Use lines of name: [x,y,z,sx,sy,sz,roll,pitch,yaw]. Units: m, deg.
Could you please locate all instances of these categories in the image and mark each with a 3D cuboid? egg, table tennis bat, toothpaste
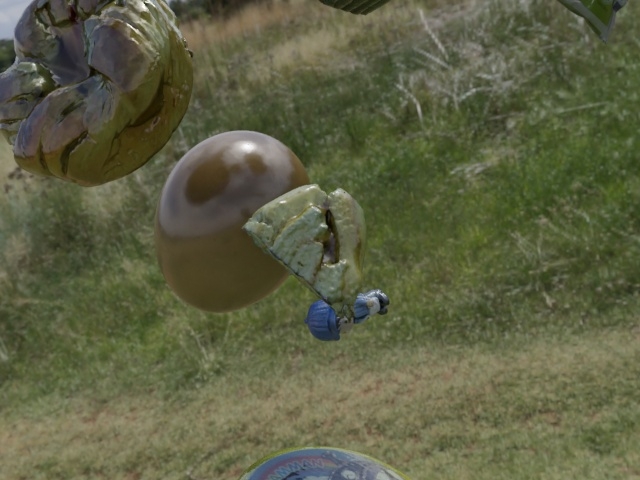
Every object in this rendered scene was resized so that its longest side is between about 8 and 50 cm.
egg: [-0.170,-0.030,1.359,0.301,0.374,0.301,18,18,-6]
table tennis bat: [0.072,0.306,0.673,0.368,0.054,0.224,22,22,31]
toothpaste: [0.226,-0.286,0.695,0.248,0.078,0.047,21,3,-29]

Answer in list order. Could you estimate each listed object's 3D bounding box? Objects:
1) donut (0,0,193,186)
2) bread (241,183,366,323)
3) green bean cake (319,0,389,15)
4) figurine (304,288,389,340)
donut: [-0.356,-0.255,1.088,0.360,0.360,0.170,-5,-16,28]
bread: [0.005,0.003,0.759,0.110,0.156,0.103,-48,9,-13]
green bean cake: [0.050,-0.447,1.053,0.094,0.181,0.173,-15,0,34]
figurine: [0.041,0.113,1.132,0.136,0.077,0.079,-28,53,-31]
